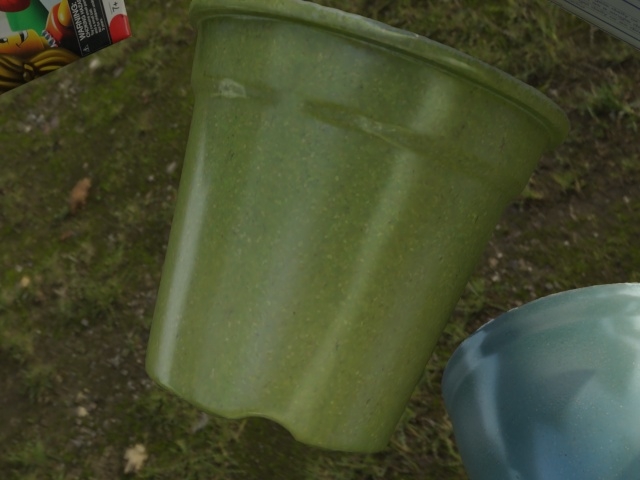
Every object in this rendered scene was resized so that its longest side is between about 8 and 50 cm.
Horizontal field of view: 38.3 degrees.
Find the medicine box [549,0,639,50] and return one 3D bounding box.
[{"bbox_3d":[0.177,-0.204,0.456,0.264,0.289,0.149,35,96,15],"label":"medicine box"}]

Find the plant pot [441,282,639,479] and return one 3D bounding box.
[{"bbox_3d":[0.267,0.204,0.833,0.293,0.293,0.196,-22,47,23],"label":"plant pot"}]

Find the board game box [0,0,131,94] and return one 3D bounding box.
[{"bbox_3d":[-0.248,-0.237,0.607,0.193,0.305,0.053,-32,51,-25],"label":"board game box"}]

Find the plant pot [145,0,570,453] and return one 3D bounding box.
[{"bbox_3d":[0.000,0.000,0.648,0.276,0.276,0.253,18,89,41],"label":"plant pot"}]
